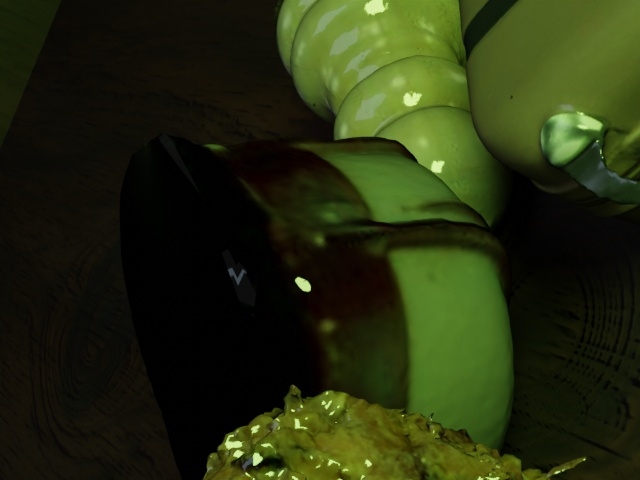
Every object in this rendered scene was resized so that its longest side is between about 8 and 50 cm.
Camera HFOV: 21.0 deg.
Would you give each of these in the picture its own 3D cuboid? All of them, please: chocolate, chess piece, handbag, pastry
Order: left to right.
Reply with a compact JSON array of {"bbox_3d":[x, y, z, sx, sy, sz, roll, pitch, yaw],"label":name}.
[{"bbox_3d":[0.008,0.053,1.027,0.283,0.186,0.284,163,90,-71],"label":"chocolate"},{"bbox_3d":[0.026,0.206,0.822,0.275,0.274,0.193,-60,29,17],"label":"pastry"},{"bbox_3d":[0.059,-0.087,1.207,0.143,0.142,0.261,-54,33,29],"label":"chess piece"},{"bbox_3d":[0.203,-0.129,0.894,0.302,0.149,0.283,-42,35,42],"label":"handbag"}]
